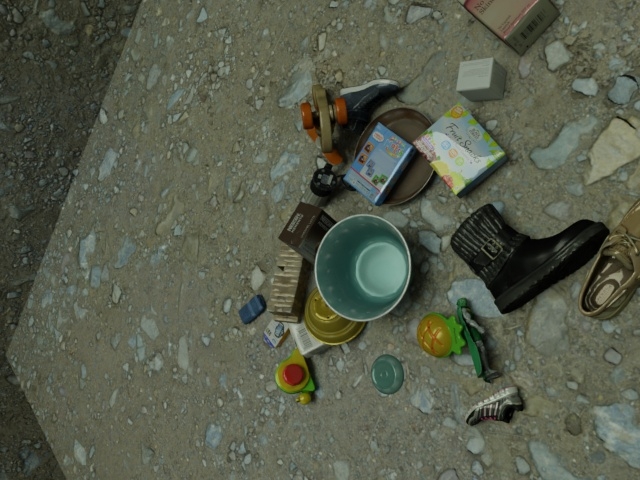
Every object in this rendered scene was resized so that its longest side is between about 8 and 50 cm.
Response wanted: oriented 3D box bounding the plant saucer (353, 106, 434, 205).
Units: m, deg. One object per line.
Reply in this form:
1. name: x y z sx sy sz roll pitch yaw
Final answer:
1. plant saucer: 0.240 -0.259 1.800 0.311 0.050 0.310 -9 77 40

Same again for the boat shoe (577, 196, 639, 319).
1. boat shoe: 0.704 0.032 1.313 0.122 0.110 0.341 33 104 39

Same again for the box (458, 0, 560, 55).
1. box: 0.509 -0.648 1.585 0.148 0.127 0.232 -49 56 24

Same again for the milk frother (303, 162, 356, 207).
1. milk frother: 0.035 -0.172 1.935 0.143 0.129 0.135 37 154 2

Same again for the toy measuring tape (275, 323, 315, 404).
1. toy measuring tape: -0.117 0.395 1.932 0.121 0.121 0.330 -33 70 32

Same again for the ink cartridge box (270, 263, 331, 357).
1. ink cartridge box: 0.004 0.199 1.913 0.261 0.066 0.296 -28 63 6

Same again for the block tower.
1. block tower: -0.091 0.098 1.897 0.091 0.097 0.335 3 71 21

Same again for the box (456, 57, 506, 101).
1. box: 0.452 -0.448 1.616 0.101 0.102 0.087 5 84 40

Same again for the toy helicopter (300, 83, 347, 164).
1. toy helicopter: 0.009 -0.410 1.936 0.140 0.235 0.355 -9 39 0

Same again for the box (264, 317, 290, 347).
1. box: -0.148 0.314 2.046 0.081 0.028 0.136 47 115 35

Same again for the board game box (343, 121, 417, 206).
1. board game box: 0.182 -0.236 1.788 0.160 0.039 0.211 45 112 35

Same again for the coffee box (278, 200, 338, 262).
1. coffee box: 0.000 0.000 1.808 0.098 0.246 0.141 24 79 40

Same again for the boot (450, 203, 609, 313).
1. boot: 0.513 -0.005 1.469 0.348 0.131 0.260 -43 58 28

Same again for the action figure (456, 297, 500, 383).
1. action figure: 0.411 0.256 1.537 0.063 0.137 0.232 -22 58 11

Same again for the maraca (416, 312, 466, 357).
1. maraca: 0.332 0.260 1.583 0.186 0.099 0.127 -18 83 62

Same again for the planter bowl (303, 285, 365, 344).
1. planter bowl: 0.034 0.212 1.810 0.217 0.090 0.217 -6 68 15

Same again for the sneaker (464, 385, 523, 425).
1. sneaker: 0.451 0.445 1.489 0.170 0.063 0.074 -40 53 23

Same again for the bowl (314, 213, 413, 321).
1. bowl: 0.156 0.084 1.721 0.312 0.163 0.311 -4 83 32

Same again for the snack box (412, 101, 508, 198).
1. snack box: 0.391 -0.252 1.620 0.174 0.070 0.207 -40 69 16

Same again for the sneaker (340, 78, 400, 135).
1. sneaker: 0.158 -0.427 1.870 0.226 0.086 0.163 -4 78 41

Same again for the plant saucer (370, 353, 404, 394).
1. plant saucer: 0.196 0.405 1.741 0.119 0.021 0.119 -8 77 39

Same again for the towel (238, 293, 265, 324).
1. towel: -0.253 0.257 2.143 0.119 0.029 0.067 -42 58 27
